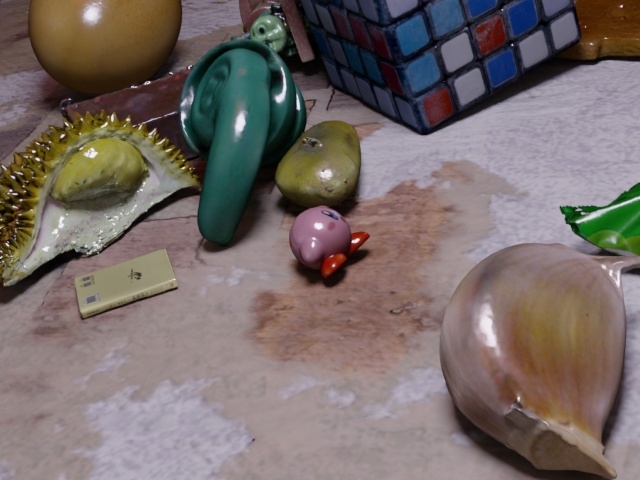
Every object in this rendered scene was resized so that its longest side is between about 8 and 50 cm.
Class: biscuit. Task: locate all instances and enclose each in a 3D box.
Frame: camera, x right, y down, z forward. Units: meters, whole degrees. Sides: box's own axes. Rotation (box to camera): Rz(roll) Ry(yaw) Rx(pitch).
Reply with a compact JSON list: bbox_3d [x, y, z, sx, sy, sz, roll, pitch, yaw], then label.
[{"bbox_3d":[0.448,-0.325,1.428,0.302,0.043,0.278,-14,31,3],"label":"biscuit"}]

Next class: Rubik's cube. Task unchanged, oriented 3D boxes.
[{"bbox_3d":[0.146,-0.368,1.337,0.293,0.287,0.292,-32,34,-13],"label":"Rubik's cube"}]

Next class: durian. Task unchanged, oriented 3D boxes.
[{"bbox_3d":[-0.313,-0.058,1.184,0.172,0.166,0.306,-19,18,49],"label":"durian"}]

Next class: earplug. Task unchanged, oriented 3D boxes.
[{"bbox_3d":[-0.088,-0.137,1.199,0.164,0.257,0.280,-34,-14,18],"label":"earplug"}]

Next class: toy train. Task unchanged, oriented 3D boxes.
[{"bbox_3d":[-0.034,-0.383,1.606,0.222,0.150,0.304,-15,21,11],"label":"toy train"}]

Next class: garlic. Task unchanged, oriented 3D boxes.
[{"bbox_3d":[0.186,0.060,0.797,0.266,0.148,0.128,-58,10,-31],"label":"garlic"}]

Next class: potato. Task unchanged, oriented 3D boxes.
[{"bbox_3d":[0.004,-0.098,1.174,0.105,0.085,0.188,-1,27,15],"label":"potato"}]

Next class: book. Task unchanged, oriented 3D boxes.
[{"bbox_3d":[-0.220,0.048,1.077,0.111,0.014,0.077,-19,32,-9],"label":"book"}]

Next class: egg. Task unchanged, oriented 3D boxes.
[{"bbox_3d":[-0.370,-0.381,1.631,0.250,0.250,0.322,-5,34,13],"label":"egg"}]

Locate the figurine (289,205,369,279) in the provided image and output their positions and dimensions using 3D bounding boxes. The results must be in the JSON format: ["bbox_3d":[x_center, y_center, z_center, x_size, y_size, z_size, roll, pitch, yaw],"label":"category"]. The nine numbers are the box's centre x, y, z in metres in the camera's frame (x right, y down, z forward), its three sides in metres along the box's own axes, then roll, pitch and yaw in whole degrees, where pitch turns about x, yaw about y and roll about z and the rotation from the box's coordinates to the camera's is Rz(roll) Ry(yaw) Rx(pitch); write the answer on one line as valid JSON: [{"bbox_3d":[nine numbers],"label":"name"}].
[{"bbox_3d":[0.000,0.000,1.021,0.067,0.071,0.083,-45,1,35],"label":"figurine"}]

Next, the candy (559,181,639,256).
[{"bbox_3d":[0.346,-0.016,0.909,0.203,0.078,0.141,20,43,36],"label":"candy"}]

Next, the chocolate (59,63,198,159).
[{"bbox_3d":[-0.206,-0.171,1.369,0.321,0.112,0.112,-18,40,-12],"label":"chocolate"}]
